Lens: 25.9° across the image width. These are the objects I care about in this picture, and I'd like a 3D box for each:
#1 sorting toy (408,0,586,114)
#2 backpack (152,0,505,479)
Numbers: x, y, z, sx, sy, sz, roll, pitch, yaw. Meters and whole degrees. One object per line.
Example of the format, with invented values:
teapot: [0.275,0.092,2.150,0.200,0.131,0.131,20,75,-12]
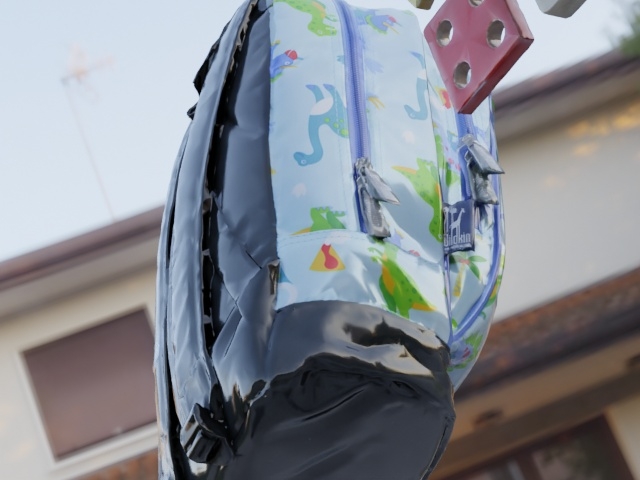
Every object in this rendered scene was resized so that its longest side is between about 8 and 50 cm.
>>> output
sorting toy: [0.083,-0.167,0.496,0.046,0.132,0.274,4,-34,-32]
backpack: [0.000,0.000,0.936,0.273,0.355,0.290,-5,-33,-19]
